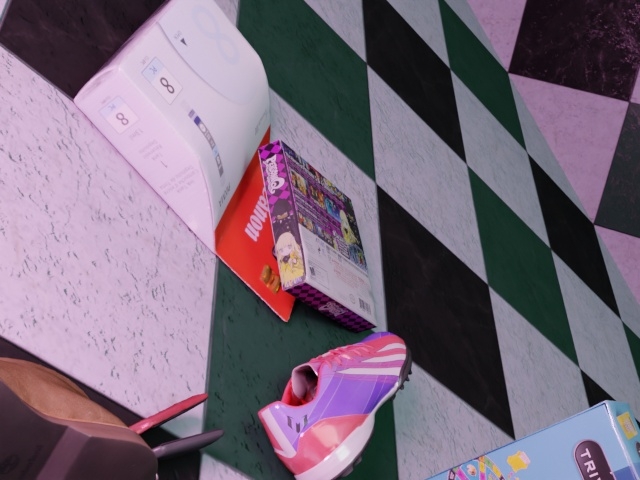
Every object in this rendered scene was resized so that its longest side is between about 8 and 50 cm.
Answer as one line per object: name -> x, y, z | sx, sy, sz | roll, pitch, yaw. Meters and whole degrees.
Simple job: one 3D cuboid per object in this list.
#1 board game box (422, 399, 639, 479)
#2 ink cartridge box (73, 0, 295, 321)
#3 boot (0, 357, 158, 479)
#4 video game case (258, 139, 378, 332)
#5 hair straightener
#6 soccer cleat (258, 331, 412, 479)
board game box -> 0.238, 0.364, 1.116 | 0.079, 0.336, 0.253 | 16, 50, -53
ink cartridge box -> -0.111, -0.125, 1.296 | 0.385, 0.091, 0.308 | 48, 29, -18
boot -> -0.263, 0.129, 0.739 | 0.115, 0.112, 0.305 | 40, 3, 42
video game case -> 0.000, 0.000, 1.344 | 0.232, 0.042, 0.210 | 35, 39, -58
hair straightener -> -0.164, 0.212, 0.912 | 0.230, 0.047, 0.089 | -13, 74, -61
soccer cleat -> 0.025, 0.175, 1.210 | 0.116, 0.109, 0.318 | 52, 30, -5
